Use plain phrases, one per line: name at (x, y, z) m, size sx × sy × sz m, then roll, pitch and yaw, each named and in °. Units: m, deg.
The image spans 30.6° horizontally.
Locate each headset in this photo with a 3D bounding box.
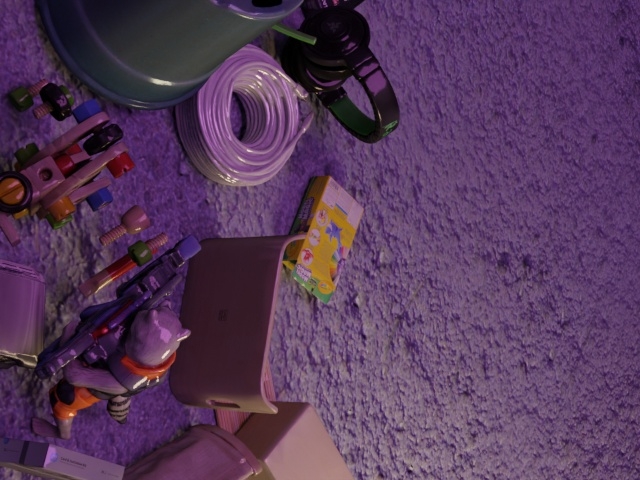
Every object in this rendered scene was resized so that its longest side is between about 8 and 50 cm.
headset at (0.030, -0.371, 2.180) m, size 0.185 × 0.243 × 0.394 m, roll -37°, pitch 94°, yaw -15°

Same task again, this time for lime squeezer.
lime squeezer at (-0.135, -0.448, 2.084) m, size 0.110 × 0.059 × 0.310 m, roll -28°, pitch 78°, yaw -25°

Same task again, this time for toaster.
toaster at (-0.491, 0.100, 1.653) m, size 0.227 × 0.129 × 0.146 m, roll 19°, pitch 71°, yaw -49°

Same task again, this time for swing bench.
swing bench at (-0.216, 0.470, 1.929) m, size 0.253 × 0.165 × 0.254 m, roll -28°, pitch 109°, yaw -45°

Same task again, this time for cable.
cable at (-0.145, -0.225, 2.088) m, size 0.257 × 0.089 × 0.257 m, roll 50°, pitch 55°, yaw -35°

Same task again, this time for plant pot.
plant pot at (-0.203, -0.407, 1.787) m, size 0.341 × 0.334 × 0.341 m, roll 11°, pitch 73°, yaw -37°

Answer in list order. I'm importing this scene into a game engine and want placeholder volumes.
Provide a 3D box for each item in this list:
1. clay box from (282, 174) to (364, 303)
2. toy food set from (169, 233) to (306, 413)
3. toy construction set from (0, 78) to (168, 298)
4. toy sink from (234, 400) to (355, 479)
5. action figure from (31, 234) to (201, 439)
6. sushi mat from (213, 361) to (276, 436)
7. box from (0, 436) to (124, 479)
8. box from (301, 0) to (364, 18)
clay box at (0.000, 0.000, 2.274) m, size 0.127 × 0.053 × 0.222 m, roll 42°, pitch 60°, yaw -40°
toy food set at (-0.133, 0.136, 1.990) m, size 0.092 × 0.220 × 0.306 m, roll 20°, pitch 74°, yaw -47°
toy construction set at (-0.391, -0.045, 1.707) m, size 0.237 × 0.257 × 0.308 m, roll -36°, pitch 117°, yaw -23°
toy sink at (-0.052, 0.428, 2.116) m, size 0.153 × 0.131 × 0.234 m, roll -48°, pitch 119°, yaw -38°
action figure at (-0.274, 0.156, 1.740) m, size 0.178 × 0.330 × 0.341 m, roll 50°, pitch 56°, yaw -4°
sushi mat at (-0.129, 0.337, 2.144) m, size 0.151 × 0.019 × 0.316 m, roll -21°, pitch 104°, yaw -48°
box at (-0.401, 0.322, 1.703) m, size 0.145 × 0.186 × 0.038 m, roll 31°, pitch 64°, yaw -44°
box at (0.007, -0.550, 2.297) m, size 0.175 × 0.051 × 0.220 m, roll -43°, pitch 121°, yaw -41°
